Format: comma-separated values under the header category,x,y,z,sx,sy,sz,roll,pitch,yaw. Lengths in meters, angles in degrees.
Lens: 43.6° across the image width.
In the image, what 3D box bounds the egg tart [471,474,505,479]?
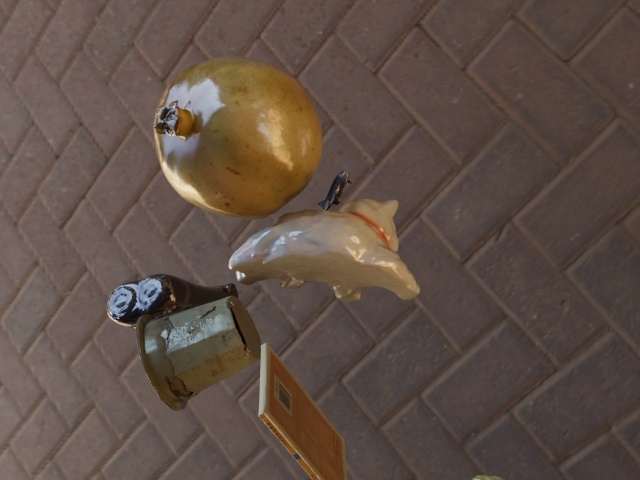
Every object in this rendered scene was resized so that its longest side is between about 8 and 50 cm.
category,x,y,z,sx,sy,sz,roll,pitch,yaw
egg tart,0.357,0.568,1.623,0.197,0.078,0.197,28,129,40

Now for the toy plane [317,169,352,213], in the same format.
category,x,y,z,sx,sy,sz,roll,pitch,yaw
toy plane,0.026,-0.084,1.381,0.031,0.078,0.083,34,105,-8

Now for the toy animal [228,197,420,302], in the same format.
category,x,y,z,sx,sy,sz,roll,pitch,yaw
toy animal,0.000,0.000,1.495,0.308,0.266,0.188,-7,69,29

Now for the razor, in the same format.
category,x,y,z,sx,sy,sz,roll,pitch,yaw
razor,-0.360,0.161,2.010,0.205,0.349,0.113,-19,74,22

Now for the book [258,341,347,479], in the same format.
category,x,y,z,sx,sy,sz,roll,pitch,yaw
book,-0.024,0.288,1.223,0.018,0.170,0.241,-28,116,12

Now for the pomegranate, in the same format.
category,x,y,z,sx,sy,sz,roll,pitch,yaw
pomegranate,-0.157,-0.186,1.426,0.319,0.319,0.319,9,107,31

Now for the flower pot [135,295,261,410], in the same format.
category,x,y,z,sx,sy,sz,roll,pitch,yaw
flower pot,-0.241,0.211,1.626,0.203,0.212,0.212,-25,88,9
